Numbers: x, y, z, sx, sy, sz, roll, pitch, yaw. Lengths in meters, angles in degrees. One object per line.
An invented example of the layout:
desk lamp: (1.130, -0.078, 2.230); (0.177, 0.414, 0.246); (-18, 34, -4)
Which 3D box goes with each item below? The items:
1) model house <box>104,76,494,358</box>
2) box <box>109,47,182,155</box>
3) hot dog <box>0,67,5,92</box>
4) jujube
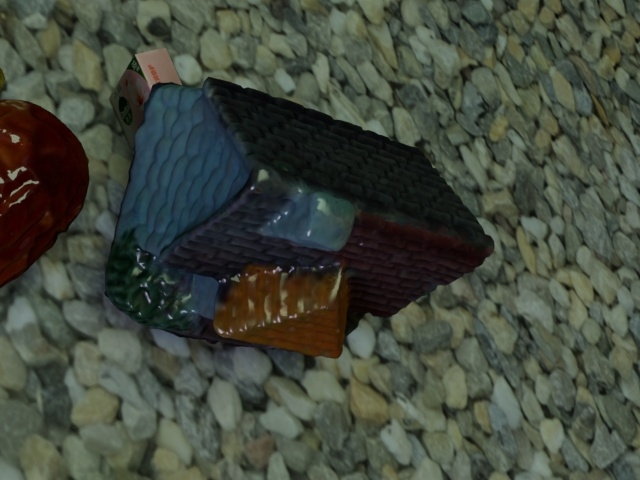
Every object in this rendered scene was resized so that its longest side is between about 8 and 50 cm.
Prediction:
model house: (0.000, 0.000, 1.031); (0.360, 0.339, 0.298); (16, 86, -33)
box: (-0.212, -0.170, 1.160); (0.043, 0.125, 0.089); (-21, 82, -32)
hot dog: (-0.469, -0.278, 1.090); (0.083, 0.068, 0.289); (-35, 90, 2)
jujube: (-0.363, -0.043, 1.006); (0.174, 0.174, 0.250); (48, 53, -6)
